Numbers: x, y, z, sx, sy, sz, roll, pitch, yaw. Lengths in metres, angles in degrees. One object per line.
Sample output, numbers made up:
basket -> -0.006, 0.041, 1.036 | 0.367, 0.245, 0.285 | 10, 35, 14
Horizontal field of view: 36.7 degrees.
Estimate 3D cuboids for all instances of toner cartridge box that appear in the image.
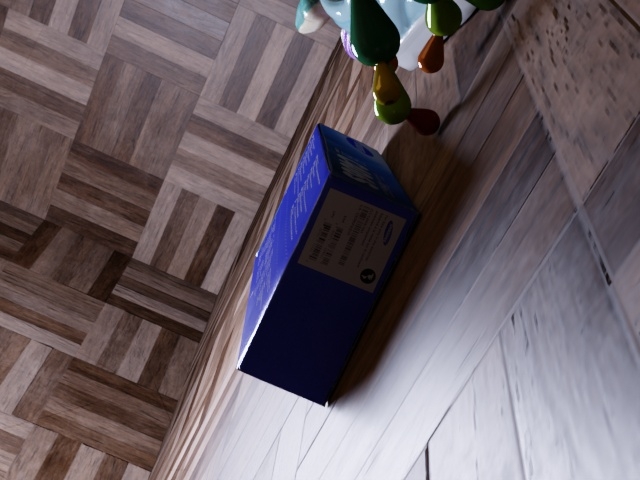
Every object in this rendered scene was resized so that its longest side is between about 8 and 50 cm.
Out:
toner cartridge box -> 0.000, 0.000, 0.853 | 0.165, 0.075, 0.348 | -63, 7, 11

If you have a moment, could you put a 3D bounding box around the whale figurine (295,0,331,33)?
whale figurine -> 0.047, -0.466, 1.604 | 0.272, 0.141, 0.216 | -43, 2, -9

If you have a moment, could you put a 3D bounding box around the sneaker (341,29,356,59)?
sneaker -> 0.077, -0.349, 1.571 | 0.170, 0.068, 0.071 | 122, 161, -58

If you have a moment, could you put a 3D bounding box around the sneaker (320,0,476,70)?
sneaker -> 0.078, -0.268, 0.868 | 0.366, 0.150, 0.135 | 131, 161, -69

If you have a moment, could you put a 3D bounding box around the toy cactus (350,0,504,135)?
toy cactus -> 0.056, -0.185, 0.687 | 0.112, 0.181, 0.219 | -110, 36, -52
